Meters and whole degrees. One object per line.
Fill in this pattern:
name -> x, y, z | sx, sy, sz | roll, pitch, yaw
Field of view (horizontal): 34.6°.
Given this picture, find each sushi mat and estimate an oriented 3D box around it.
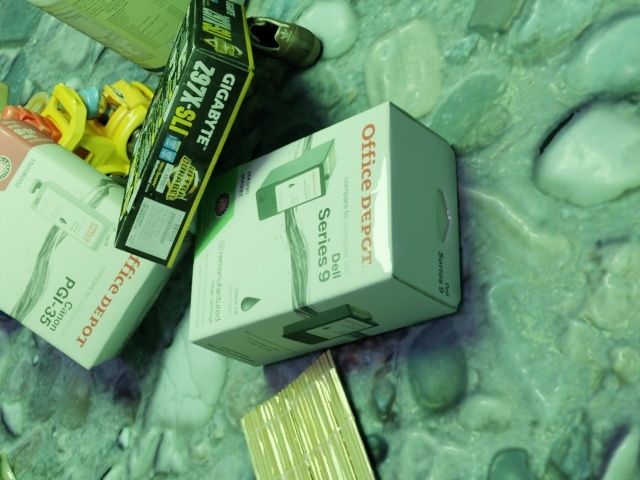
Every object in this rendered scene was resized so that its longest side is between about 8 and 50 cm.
sushi mat -> 0.003, 0.283, 1.075 | 0.151, 0.019, 0.316 | -38, 49, 22

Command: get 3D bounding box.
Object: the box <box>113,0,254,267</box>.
box -> -0.167, -0.153, 1.269 | 0.322, 0.079, 0.257 | -104, 35, -65

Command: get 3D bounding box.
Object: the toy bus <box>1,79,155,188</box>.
toy bus -> -0.348, -0.151, 1.474 | 0.220, 0.211, 0.149 | -54, 43, 8

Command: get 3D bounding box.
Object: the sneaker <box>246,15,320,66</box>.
sneaker -> -0.080, -0.280, 1.383 | 0.188, 0.071, 0.066 | 18, 84, 46

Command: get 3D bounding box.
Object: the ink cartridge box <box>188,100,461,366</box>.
ink cartridge box -> 0.000, 0.000, 1.138 | 0.289, 0.121, 0.211 | -20, 57, 36

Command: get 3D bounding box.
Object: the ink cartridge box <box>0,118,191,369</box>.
ink cartridge box -> -0.343, 0.003, 1.347 | 0.283, 0.117, 0.207 | 34, 97, 3

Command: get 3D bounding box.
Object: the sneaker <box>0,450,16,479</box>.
sneaker -> -0.440, 0.371, 1.415 | 0.086, 0.064, 0.192 | -52, 45, 12

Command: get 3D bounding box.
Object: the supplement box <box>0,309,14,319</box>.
supplement box -> -0.533, 0.030, 1.631 | 0.220, 0.111, 0.114 | 24, 88, 46

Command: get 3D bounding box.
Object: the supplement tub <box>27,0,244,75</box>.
supplement tub -> -0.288, -0.398, 1.450 | 0.235, 0.325, 0.235 | -20, 58, 35

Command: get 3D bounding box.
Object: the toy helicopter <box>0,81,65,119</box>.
toy helicopter -> -0.540, -0.161, 1.712 | 0.355, 0.140, 0.234 | -8, 72, 42
